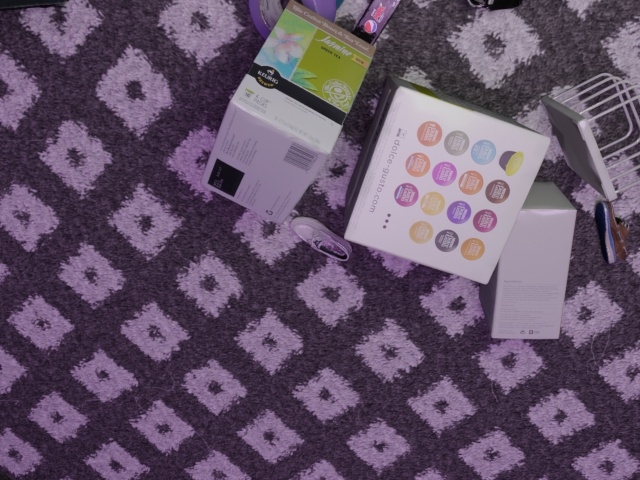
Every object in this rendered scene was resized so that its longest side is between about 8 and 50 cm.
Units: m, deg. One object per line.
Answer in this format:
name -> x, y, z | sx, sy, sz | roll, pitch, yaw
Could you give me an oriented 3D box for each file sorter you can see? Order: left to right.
file sorter -> 0.645, -0.248, 1.393 | 0.173, 0.278, 0.193 | -26, 108, 14

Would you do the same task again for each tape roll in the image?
tape roll -> -0.064, -0.528, 1.400 | 0.189, 0.080, 0.189 | 22, 136, 23

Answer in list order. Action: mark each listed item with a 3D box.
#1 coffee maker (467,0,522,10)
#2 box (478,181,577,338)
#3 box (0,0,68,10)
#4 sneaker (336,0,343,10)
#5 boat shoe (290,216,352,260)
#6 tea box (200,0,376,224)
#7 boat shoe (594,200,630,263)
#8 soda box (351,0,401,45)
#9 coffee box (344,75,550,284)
coffee maker -> 0.405, -0.594, 1.318 | 0.171, 0.178, 0.120 | -19, 68, -9
box -> 0.510, 0.046, 1.567 | 0.168, 0.215, 0.345 | 0, 114, 5
box -> -0.781, -0.702, 1.227 | 0.297, 0.472, 0.480 | 1, 113, 5
sneaker -> 0.024, -0.624, 1.403 | 0.092, 0.087, 0.229 | 23, 115, 16
boat shoe -> 0.000, 0.000, 1.677 | 0.184, 0.063, 0.066 | 34, 112, -10
tea box -> -0.076, -0.270, 1.359 | 0.220, 0.323, 0.329 | 26, 150, -9
boat shoe -> 0.753, -0.028, 1.598 | 0.066, 0.066, 0.183 | -17, 120, 7
soda box -> 0.134, -0.525, 1.443 | 0.060, 0.053, 0.169 | 31, 112, -8
coffee box -> 0.262, -0.153, 1.421 | 0.334, 0.338, 0.338 | 18, 108, -3
